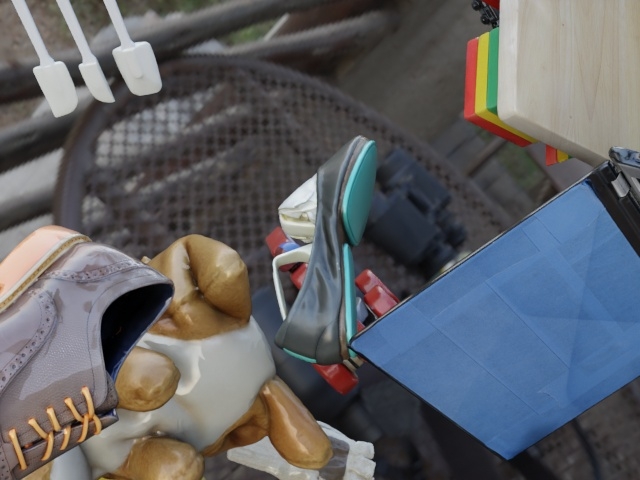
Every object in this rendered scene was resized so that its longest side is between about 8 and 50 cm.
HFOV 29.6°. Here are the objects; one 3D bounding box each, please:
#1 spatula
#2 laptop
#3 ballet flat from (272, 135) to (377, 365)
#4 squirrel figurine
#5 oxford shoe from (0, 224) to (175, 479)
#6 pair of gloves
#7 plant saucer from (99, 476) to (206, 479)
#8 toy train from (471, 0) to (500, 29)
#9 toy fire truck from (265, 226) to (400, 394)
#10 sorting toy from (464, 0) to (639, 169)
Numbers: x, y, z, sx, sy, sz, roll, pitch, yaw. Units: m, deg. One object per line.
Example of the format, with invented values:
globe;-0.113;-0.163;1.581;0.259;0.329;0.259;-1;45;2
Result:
spatula;-0.329;-0.286;1.660;0.019;0.168;0.242;-89;166;-51
laptop;0.313;0.114;1.060;0.408;0.236;0.382;19;-12;37
ballet flat;0.000;0.000;1.265;0.095;0.096;0.280;77;17;-51
squirrel figurine;-0.258;0.176;1.358;0.397;0.370;0.281;28;-35;53
oxford shoe;-0.236;0.125;0.941;0.133;0.130;0.363;14;47;15
pair of gloves;-0.033;0.350;1.590;0.204;0.042;0.240;12;65;-12
plant saucer;-0.333;0.414;1.808;0.332;0.333;0.081;60;-16;-24
toy train;0.257;-0.266;1.631;0.027;0.036;0.158;-38;98;-30
toy fire truck;0.008;0.096;2.011;0.254;0.169;0.302;46;3;-11
sorting toy;0.258;-0.193;1.272;0.255;0.089;0.257;20;65;-36
